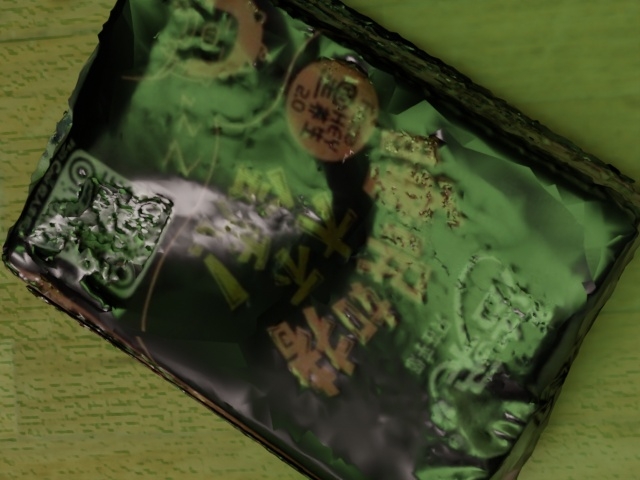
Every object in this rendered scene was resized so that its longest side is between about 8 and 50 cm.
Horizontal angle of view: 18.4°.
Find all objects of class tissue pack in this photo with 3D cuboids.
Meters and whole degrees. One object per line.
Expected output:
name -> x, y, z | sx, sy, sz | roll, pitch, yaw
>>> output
tissue pack -> 0.000, 0.000, 1.130 | 0.332, 0.123, 0.245 | 33, 105, 13
